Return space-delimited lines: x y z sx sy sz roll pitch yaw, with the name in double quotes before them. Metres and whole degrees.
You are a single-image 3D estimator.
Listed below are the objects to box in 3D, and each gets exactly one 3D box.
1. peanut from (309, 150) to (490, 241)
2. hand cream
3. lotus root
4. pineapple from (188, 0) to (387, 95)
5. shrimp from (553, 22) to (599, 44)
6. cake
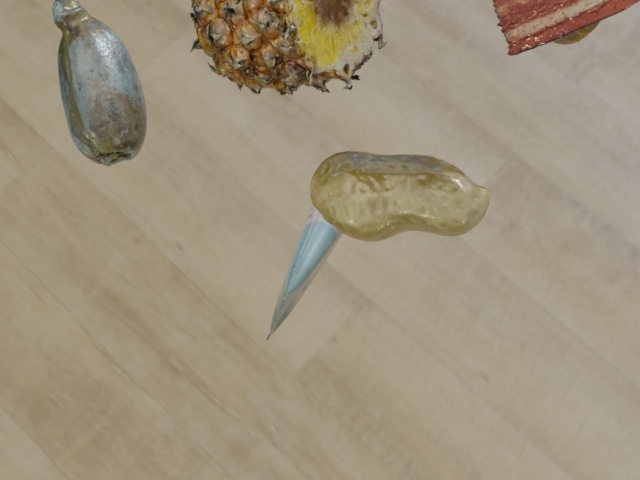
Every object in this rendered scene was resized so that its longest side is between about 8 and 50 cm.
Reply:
"peanut" 0.096 -0.051 1.334 0.236 0.110 0.120 9 24 28
"hand cream" 0.000 0.000 1.529 0.070 0.111 0.312 25 53 0
"lotus root" -0.408 -0.301 1.988 0.140 0.158 0.322 -12 87 -33
"pineapple" -0.074 -0.436 1.999 0.300 0.352 0.352 1 64 33
"shrimp" 0.447 -0.424 1.933 0.132 0.187 0.051 50 58 -7
"cake" 0.376 -0.427 1.715 0.262 0.158 0.159 -24 27 1
